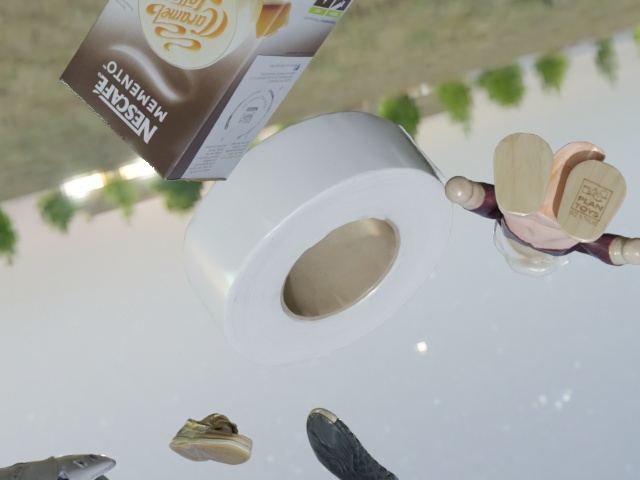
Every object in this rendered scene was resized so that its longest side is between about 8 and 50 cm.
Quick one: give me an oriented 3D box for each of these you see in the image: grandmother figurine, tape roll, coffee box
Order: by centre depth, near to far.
[{"bbox_3d":[-0.080,-0.184,1.245,0.246,0.141,0.098,-54,160,20],"label":"coffee box"},{"bbox_3d":[0.227,-0.025,1.513,0.104,0.207,0.342,-59,175,-4],"label":"grandmother figurine"},{"bbox_3d":[0.000,0.000,1.623,0.286,0.100,0.286,-24,143,-19],"label":"tape roll"}]

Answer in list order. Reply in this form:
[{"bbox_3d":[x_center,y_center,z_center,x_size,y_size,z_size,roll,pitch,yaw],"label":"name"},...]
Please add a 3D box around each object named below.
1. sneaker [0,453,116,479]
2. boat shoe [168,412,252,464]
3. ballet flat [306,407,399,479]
[{"bbox_3d":[-0.309,0.297,1.601,0.210,0.137,0.366,-6,-179,-14],"label":"sneaker"},{"bbox_3d":[-0.138,0.252,1.981,0.170,0.063,0.059,-7,-128,54],"label":"boat shoe"},{"bbox_3d":[0.037,0.258,1.826,0.057,0.173,0.049,-18,-147,33],"label":"ballet flat"}]
